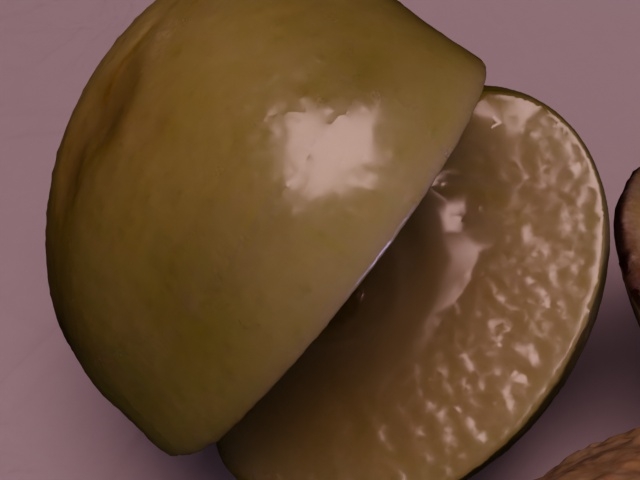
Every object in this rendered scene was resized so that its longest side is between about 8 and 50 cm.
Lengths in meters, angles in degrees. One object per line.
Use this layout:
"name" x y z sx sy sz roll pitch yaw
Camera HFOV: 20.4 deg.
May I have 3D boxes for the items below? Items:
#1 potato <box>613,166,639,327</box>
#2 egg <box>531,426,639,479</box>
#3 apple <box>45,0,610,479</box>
"potato" 0.291 0.046 0.949 0.299 0.116 0.239 6 46 -7
"egg" 0.168 0.213 0.793 0.279 0.279 0.310 29 49 21
"apple" 0.000 0.000 0.928 0.292 0.292 0.254 39 96 25
